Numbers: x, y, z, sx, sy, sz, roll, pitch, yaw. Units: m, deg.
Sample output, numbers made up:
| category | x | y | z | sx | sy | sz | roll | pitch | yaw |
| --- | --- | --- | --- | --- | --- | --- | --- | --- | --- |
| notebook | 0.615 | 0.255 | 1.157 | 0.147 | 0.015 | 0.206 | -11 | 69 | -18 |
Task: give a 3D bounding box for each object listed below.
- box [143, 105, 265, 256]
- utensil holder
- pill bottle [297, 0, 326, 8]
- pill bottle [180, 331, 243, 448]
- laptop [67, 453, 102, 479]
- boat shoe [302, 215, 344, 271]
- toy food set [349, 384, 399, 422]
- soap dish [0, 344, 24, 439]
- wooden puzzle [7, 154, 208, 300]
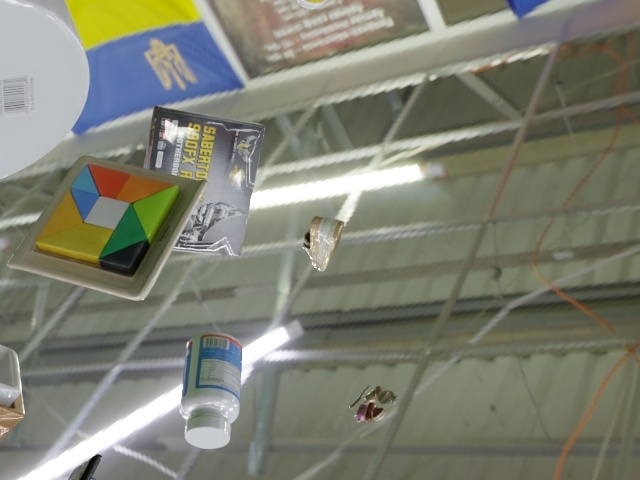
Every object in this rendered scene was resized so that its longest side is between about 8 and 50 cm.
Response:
| category | x | y | z | sx | sy | sz | roll | pitch | yaw |
| --- | --- | --- | --- | --- | --- | --- | --- | --- | --- |
| box | -0.205 | -0.096 | 1.592 | 0.183 | 0.231 | 0.056 | 8 | -167 | -22 |
| utensil holder | -0.488 | -0.300 | 1.164 | 0.327 | 0.328 | 0.386 | -29 | -120 | 1 |
| pill bottle | -0.007 | -0.375 | 1.350 | 0.065 | 0.065 | 0.116 | -36 | 174 | -13 |
| pill bottle | -0.227 | 0.312 | 1.976 | 0.124 | 0.124 | 0.222 | -17 | -133 | 21 |
| laptop | -0.377 | 0.583 | 1.521 | 0.382 | 0.236 | 0.408 | -66 | -169 | -25 |
| boat shoe | 0.000 | 0.000 | 1.611 | 0.170 | 0.059 | 0.063 | 108 | 6 | -65 |
| toy food set | 0.096 | 0.298 | 1.703 | 0.078 | 0.019 | 0.122 | -47 | -163 | -10 |
| soap dish | -0.591 | 0.221 | 1.498 | 0.118 | 0.228 | 0.291 | -66 | -159 | -2 |
| wooden puzzle | -0.308 | -0.030 | 1.378 | 0.238 | 0.044 | 0.221 | 10 | -126 | 19 |
